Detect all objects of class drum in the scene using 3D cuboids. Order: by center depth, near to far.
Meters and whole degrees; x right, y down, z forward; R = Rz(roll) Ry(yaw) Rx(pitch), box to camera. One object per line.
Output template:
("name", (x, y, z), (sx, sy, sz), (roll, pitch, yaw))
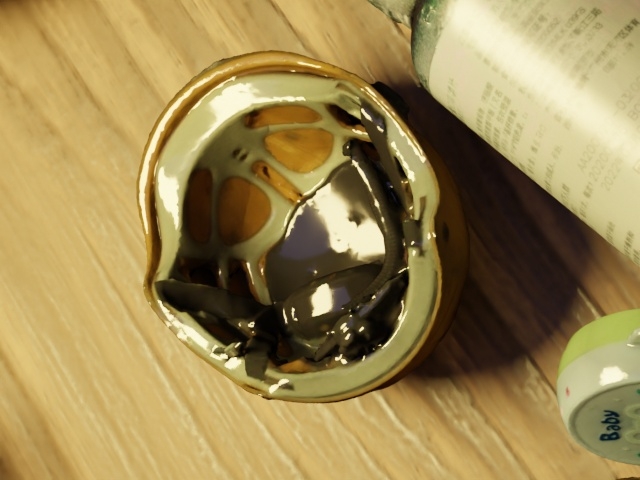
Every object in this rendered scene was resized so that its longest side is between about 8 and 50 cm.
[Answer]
("drum", (0.260, 0.094, 1.044), (0.253, 0.130, 0.049), (7, 57, -3))

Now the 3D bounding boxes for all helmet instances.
("helmet", (0.000, 0.000, 1.123), (0.198, 0.130, 0.224), (-43, 61, 10))

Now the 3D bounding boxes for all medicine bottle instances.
("medicine bottle", (0.153, -0.100, 1.057), (0.293, 0.141, 0.141), (41, 102, 20))

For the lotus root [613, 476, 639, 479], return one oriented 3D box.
("lotus root", (0.201, 0.191, 1.050), (0.159, 0.095, 0.135), (2, 93, -17))
